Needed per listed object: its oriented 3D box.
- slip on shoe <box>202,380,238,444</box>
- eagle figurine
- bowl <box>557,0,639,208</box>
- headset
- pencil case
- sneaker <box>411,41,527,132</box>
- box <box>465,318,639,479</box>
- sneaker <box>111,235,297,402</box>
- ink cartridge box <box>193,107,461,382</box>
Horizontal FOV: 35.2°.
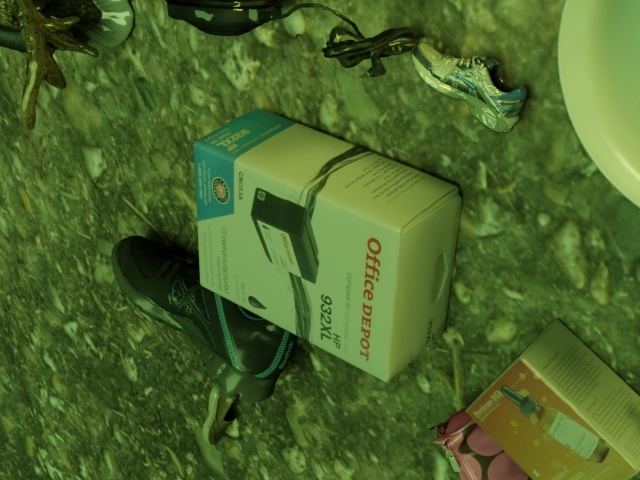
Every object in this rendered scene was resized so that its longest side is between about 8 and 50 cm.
[{"bbox_3d":[-0.157,0.283,1.624,0.041,0.051,0.135,23,124,16],"label":"slip on shoe"},{"bbox_3d":[-0.422,-0.338,1.405,0.226,0.225,0.298,-46,41,9],"label":"eagle figurine"},{"bbox_3d":[0.354,-0.154,0.809,0.297,0.134,0.298,23,129,32],"label":"bowl"},{"bbox_3d":[-0.064,-0.327,1.116,0.394,0.185,0.243,52,136,27],"label":"headset"},{"bbox_3d":[0.225,0.300,1.242,0.095,0.098,0.209,-32,92,48],"label":"pencil case"},{"bbox_3d":[0.158,-0.173,1.049,0.135,0.052,0.058,36,125,10],"label":"sneaker"},{"bbox_3d":[0.275,0.201,1.138,0.170,0.091,0.130,44,137,12],"label":"box"},{"bbox_3d":[-0.166,0.082,1.476,0.341,0.125,0.140,38,108,22],"label":"sneaker"},{"bbox_3d":[0.000,0.000,1.235,0.307,0.129,0.223,24,129,30],"label":"ink cartridge box"}]
